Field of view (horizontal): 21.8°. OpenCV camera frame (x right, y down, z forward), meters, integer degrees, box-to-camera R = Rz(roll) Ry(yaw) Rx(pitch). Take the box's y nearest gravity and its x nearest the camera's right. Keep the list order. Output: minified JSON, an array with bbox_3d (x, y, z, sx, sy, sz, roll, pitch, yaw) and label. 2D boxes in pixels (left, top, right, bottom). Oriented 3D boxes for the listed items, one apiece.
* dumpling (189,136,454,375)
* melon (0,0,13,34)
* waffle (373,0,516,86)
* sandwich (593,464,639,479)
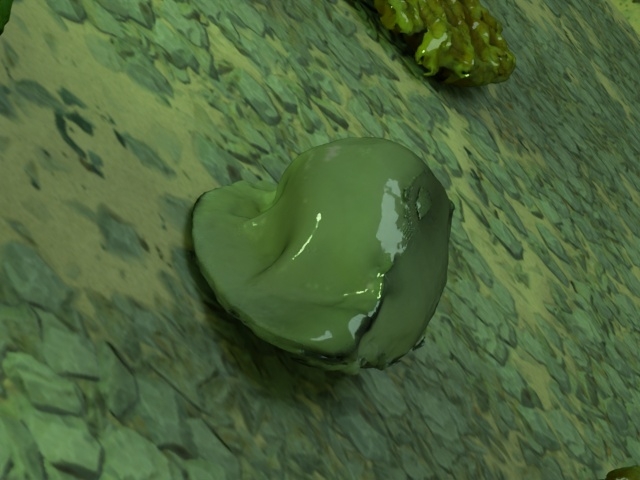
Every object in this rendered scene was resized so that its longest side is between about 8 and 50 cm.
[{"bbox_3d":[0.000,0.000,1.096,0.173,0.142,0.247,19,25,12],"label":"dumpling"},{"bbox_3d":[-0.226,-0.316,0.851,0.331,0.226,0.343,34,47,-12],"label":"melon"},{"bbox_3d":[0.094,-0.289,1.803,0.302,0.068,0.325,56,20,10],"label":"waffle"},{"bbox_3d":[0.246,0.290,1.137,0.249,0.095,0.273,52,20,0],"label":"sandwich"}]
